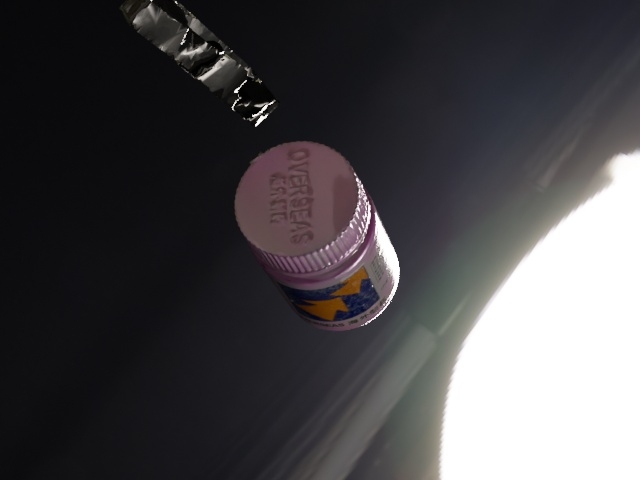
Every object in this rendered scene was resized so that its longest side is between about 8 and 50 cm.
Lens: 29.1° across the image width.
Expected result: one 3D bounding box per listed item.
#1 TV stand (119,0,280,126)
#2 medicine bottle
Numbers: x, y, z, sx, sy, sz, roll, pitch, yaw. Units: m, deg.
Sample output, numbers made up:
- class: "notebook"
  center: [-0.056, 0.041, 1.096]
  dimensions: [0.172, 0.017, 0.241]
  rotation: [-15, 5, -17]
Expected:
- class: "TV stand"
  center: [-0.101, -0.159, 1.053]
  dimensions: [0.036, 0.042, 0.249]
  rotation: [-40, -22, 7]
- class: "medicine bottle"
  center: [0.000, 0.000, 1.699]
  dimensions: [0.178, 0.178, 0.290]
  rotation: [-45, -25, -7]
